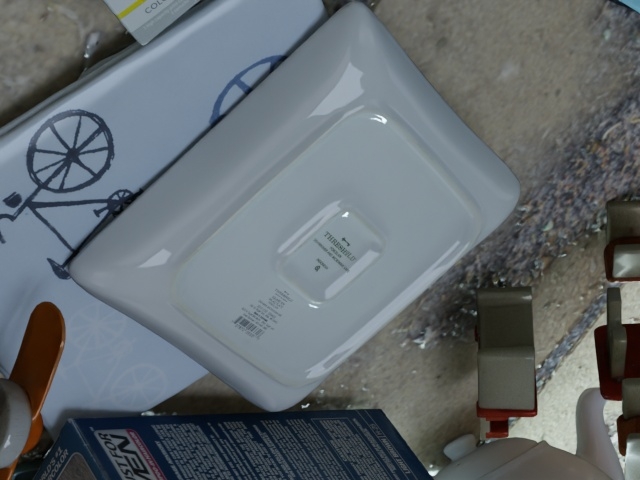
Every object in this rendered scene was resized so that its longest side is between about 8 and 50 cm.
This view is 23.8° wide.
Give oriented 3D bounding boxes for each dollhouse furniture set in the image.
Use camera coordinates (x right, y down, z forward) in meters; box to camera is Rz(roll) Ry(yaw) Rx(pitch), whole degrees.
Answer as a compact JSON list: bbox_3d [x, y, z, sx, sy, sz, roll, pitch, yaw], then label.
[{"bbox_3d":[0.266,0.106,1.343,0.259,0.262,0.135,-2,138,7],"label":"dollhouse furniture set"}]

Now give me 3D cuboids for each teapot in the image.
[{"bbox_3d":[0.169,0.276,1.458,0.252,0.187,0.256,-35,170,30],"label":"teapot"}]

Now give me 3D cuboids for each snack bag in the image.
[{"bbox_3d":[-0.108,-0.011,1.089,0.342,0.037,0.323,-33,139,-5],"label":"snack bag"}]

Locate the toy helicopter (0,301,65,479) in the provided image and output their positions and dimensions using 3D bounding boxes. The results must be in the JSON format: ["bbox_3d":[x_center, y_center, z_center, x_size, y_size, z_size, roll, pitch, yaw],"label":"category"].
[{"bbox_3d":[-0.296,0.155,1.032,0.235,0.140,0.355,-10,144,-27],"label":"toy helicopter"}]

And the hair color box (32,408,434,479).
[{"bbox_3d":[-0.082,0.235,1.250,0.347,0.105,0.174,5,127,-45],"label":"hair color box"}]

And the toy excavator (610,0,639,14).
[{"bbox_3d":[0.186,-0.248,0.933,0.222,0.433,0.445,-60,165,21],"label":"toy excavator"}]

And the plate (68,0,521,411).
[{"bbox_3d":[0.000,0.000,1.112,0.278,0.045,0.277,-42,139,6],"label":"plate"}]

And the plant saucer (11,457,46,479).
[{"bbox_3d":[-0.233,0.247,1.237,0.067,0.018,0.192,-8,129,-33],"label":"plant saucer"}]

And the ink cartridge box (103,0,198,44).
[{"bbox_3d":[-0.122,-0.220,0.867,0.109,0.062,0.209,-39,140,-1],"label":"ink cartridge box"}]
